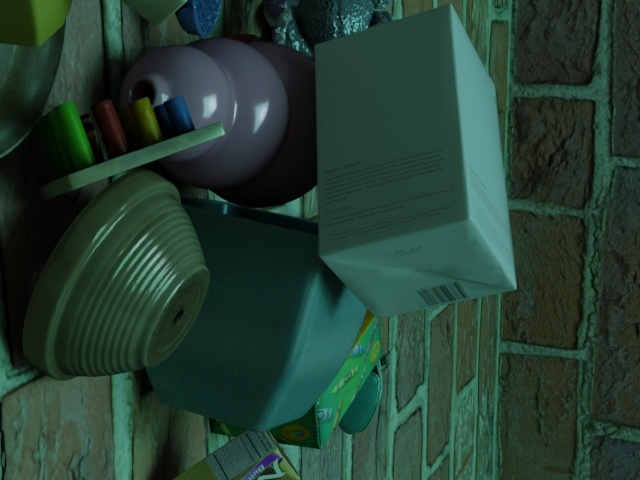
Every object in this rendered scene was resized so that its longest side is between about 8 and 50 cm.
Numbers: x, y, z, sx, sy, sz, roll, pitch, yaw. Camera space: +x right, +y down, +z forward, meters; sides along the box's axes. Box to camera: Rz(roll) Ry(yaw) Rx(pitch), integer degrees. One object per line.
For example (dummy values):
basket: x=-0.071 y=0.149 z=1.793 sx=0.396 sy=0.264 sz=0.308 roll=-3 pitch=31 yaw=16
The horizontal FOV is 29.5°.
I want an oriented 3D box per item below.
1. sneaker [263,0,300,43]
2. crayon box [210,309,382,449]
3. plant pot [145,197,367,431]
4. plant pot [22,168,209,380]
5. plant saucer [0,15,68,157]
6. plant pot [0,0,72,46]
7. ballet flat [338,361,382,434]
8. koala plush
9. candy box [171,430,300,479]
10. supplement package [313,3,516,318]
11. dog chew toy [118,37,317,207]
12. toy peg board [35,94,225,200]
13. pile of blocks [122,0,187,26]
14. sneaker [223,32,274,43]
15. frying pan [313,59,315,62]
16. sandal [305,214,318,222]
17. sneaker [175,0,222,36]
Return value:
sneaker: x=-0.013 y=-0.329 z=1.817 sx=0.236 sy=0.095 sz=0.104 roll=-49 pitch=146 yaw=-51
crayon box: x=-0.030 y=0.188 z=1.764 sx=0.278 sy=0.165 sz=0.081 roll=-49 pitch=139 yaw=-59
plant pot: x=-0.088 y=0.092 z=1.504 sx=0.248 sy=0.247 sz=0.252 roll=1 pitch=102 yaw=-70
plant pot: x=-0.191 y=0.055 z=1.258 sx=0.237 sy=0.110 sz=0.237 roll=-56 pitch=167 yaw=-20
plant saucer: x=-0.319 y=-0.220 z=1.053 sx=0.310 sy=0.050 sz=0.310 roll=6 pitch=90 yaw=-70
plant pot: x=-0.258 y=-0.214 z=1.044 sx=0.081 sy=0.081 sz=0.083 roll=-61 pitch=154 yaw=-49
ballet flat: x=0.073 y=0.222 z=2.186 sx=0.087 sy=0.083 sz=0.247 roll=-51 pitch=145 yaw=-80
koala plush: x=0.014 y=-0.326 z=1.612 sx=0.203 sy=0.196 sz=0.221 roll=110 pitch=-19 yaw=-65
candy box: x=-0.126 y=0.317 z=1.537 sx=0.053 sy=0.186 sz=0.109 roll=54 pitch=-6 yaw=35
supplement package: x=0.107 y=-0.089 z=1.397 sx=0.175 sy=0.177 sz=0.293 roll=47 pitch=36 yaw=-52
dog chew toy: x=-0.113 y=-0.148 z=1.437 sx=0.332 sy=0.206 sz=0.206 roll=7 pitch=88 yaw=-62
toy peg board: x=-0.200 y=-0.106 z=1.196 sx=0.160 sy=0.161 sz=0.079 roll=-22 pitch=97 yaw=-21
pile of blocks: x=-0.181 y=-0.371 z=1.056 sx=0.149 sy=0.112 sz=0.362 roll=-24 pitch=83 yaw=-54
sneaker: x=-0.076 y=-0.208 z=1.690 sx=0.088 sy=0.093 sz=0.225 roll=-59 pitch=138 yaw=-12
frying pan: x=0.024 y=-0.221 z=1.959 sx=0.326 sy=0.053 sz=0.197 roll=43 pitch=70 yaw=-76
sandal: x=-0.006 y=0.002 z=1.956 sx=0.240 sy=0.088 sz=0.079 roll=76 pitch=-5 yaw=-57
sneaker: x=-0.170 y=-0.344 z=1.367 sx=0.081 sy=0.090 sz=0.232 roll=-46 pitch=136 yaw=-55
